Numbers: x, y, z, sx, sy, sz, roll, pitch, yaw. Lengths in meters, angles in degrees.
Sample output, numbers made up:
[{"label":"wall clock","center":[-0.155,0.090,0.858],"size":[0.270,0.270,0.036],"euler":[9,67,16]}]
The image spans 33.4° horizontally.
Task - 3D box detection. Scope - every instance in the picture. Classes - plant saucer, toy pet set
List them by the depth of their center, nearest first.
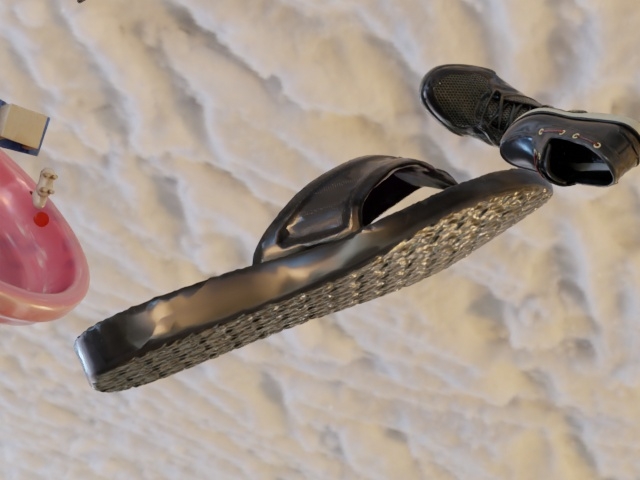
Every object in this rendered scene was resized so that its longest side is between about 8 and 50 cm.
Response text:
[{"label":"toy pet set","center":[-0.321,-0.082,1.056],"size":[0.122,0.114,0.065],"euler":[20,172,-30]},{"label":"plant saucer","center":[-0.386,-0.029,1.081],"size":[0.084,0.332,0.332],"euler":[-45,121,11]}]

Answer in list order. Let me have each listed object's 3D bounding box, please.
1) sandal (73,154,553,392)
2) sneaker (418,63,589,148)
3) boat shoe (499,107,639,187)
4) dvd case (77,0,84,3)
[{"label":"sandal","center":[-0.001,0.000,0.915],"size":[0.445,0.107,0.167],"euler":[-20,165,-15]},{"label":"sneaker","center":[0.223,-0.134,1.191],"size":[0.227,0.087,0.130],"euler":[28,178,-12]},{"label":"boat shoe","center":[0.169,-0.064,0.755],"size":[0.049,0.042,0.133],"euler":[56,158,-23]},{"label":"dvd case","center":[-0.203,-0.340,1.097],"size":[0.164,0.221,0.018],"euler":[-33,134,3]}]
